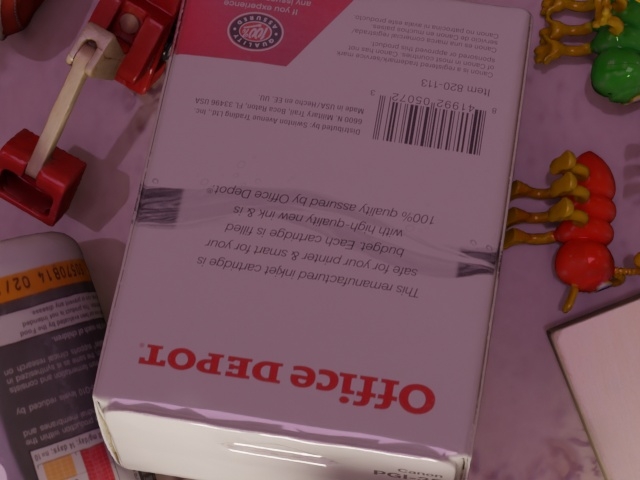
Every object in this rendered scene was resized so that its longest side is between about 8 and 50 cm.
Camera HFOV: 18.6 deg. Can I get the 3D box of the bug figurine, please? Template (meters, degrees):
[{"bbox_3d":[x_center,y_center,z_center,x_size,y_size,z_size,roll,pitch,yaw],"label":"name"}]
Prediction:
[{"bbox_3d":[0.198,-0.078,1.113,0.072,0.279,0.216,10,74,-20],"label":"bug figurine"}]

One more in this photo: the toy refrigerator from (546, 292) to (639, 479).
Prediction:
[{"bbox_3d":[0.227,0.162,1.156,0.094,0.102,0.269,-22,86,4],"label":"toy refrigerator"}]

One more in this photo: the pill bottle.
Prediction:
[{"bbox_3d":[-0.181,0.146,1.165,0.162,0.162,0.278,-19,87,5],"label":"pill bottle"}]

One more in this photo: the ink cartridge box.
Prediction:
[{"bbox_3d":[0.000,0.000,1.122,0.207,0.117,0.283,9,65,5],"label":"ink cartridge box"}]

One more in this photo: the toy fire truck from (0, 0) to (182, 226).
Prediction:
[{"bbox_3d":[-0.127,-0.115,1.170,0.047,0.135,0.192,30,128,4],"label":"toy fire truck"}]

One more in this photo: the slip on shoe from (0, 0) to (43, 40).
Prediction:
[{"bbox_3d":[-0.109,-0.257,1.194,0.101,0.123,0.331,35,87,1],"label":"slip on shoe"}]
